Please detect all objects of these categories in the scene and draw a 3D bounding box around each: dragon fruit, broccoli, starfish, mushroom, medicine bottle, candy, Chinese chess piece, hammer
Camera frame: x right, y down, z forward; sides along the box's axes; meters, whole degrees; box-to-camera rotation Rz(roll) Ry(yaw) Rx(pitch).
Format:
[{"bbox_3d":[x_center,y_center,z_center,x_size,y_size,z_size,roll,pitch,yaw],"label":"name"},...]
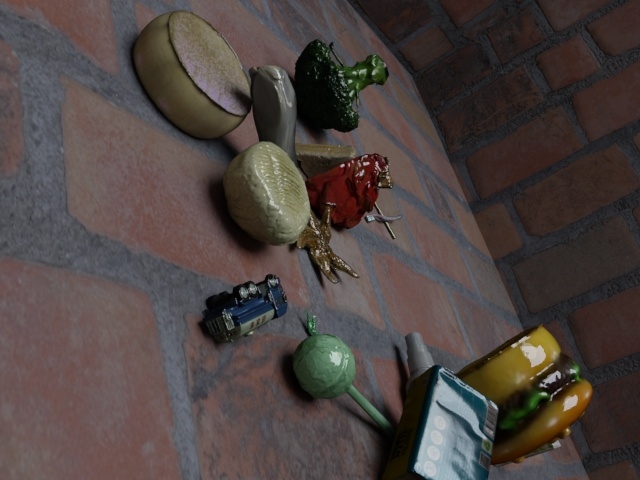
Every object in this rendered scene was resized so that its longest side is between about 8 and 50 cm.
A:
[{"bbox_3d":[0.106,-0.131,1.651,0.152,0.205,0.317,64,24,6],"label":"dragon fruit"},{"bbox_3d":[0.050,-0.485,1.860,0.298,0.297,0.297,53,-14,20],"label":"broccoli"},{"bbox_3d":[0.000,0.000,1.467,0.277,0.062,0.236,59,23,-13],"label":"starfish"},{"bbox_3d":[-0.096,-0.225,1.336,0.109,0.097,0.352,-94,180,-52],"label":"mushroom"},{"bbox_3d":[0.272,0.393,1.512,0.110,0.110,0.352,37,33,-43],"label":"medicine bottle"},{"bbox_3d":[0.084,0.327,1.242,0.440,0.119,0.119,50,25,-40],"label":"candy"},{"bbox_3d":[-0.260,-0.345,1.264,0.270,0.112,0.270,45,29,-33],"label":"Chinese chess piece"},{"bbox_3d":[0.207,-0.093,2.058,0.199,0.013,0.062,61,23,-1],"label":"hammer"}]

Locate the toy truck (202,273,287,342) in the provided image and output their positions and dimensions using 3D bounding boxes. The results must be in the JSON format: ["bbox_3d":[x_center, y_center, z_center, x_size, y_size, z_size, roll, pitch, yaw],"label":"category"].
[{"bbox_3d":[-0.127,0.118,1.056,0.088,0.074,0.201,67,24,3],"label":"toy truck"}]

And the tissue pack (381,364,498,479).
[{"bbox_3d":[0.257,0.437,1.291,0.192,0.134,0.271,35,45,-6],"label":"tissue pack"}]

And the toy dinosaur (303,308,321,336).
[{"bbox_3d":[-0.020,0.187,1.264,0.083,0.021,0.062,46,40,-34],"label":"toy dinosaur"}]

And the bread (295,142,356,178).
[{"bbox_3d":[0.009,-0.242,1.654,0.105,0.152,0.077,55,23,-25],"label":"bread"}]

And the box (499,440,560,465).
[{"bbox_3d":[0.600,0.551,1.898,0.111,0.194,0.261,23,43,-56],"label":"box"}]

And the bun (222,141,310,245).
[{"bbox_3d":[-0.114,-0.087,1.243,0.220,0.134,0.221,47,32,-41],"label":"bun"}]

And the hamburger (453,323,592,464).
[{"bbox_3d":[0.524,0.436,1.643,0.278,0.395,0.395,57,21,15],"label":"hamburger"}]

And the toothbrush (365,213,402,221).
[{"bbox_3d":[0.215,-0.076,2.016,0.269,0.021,0.027,-6,83,-58],"label":"toothbrush"}]
